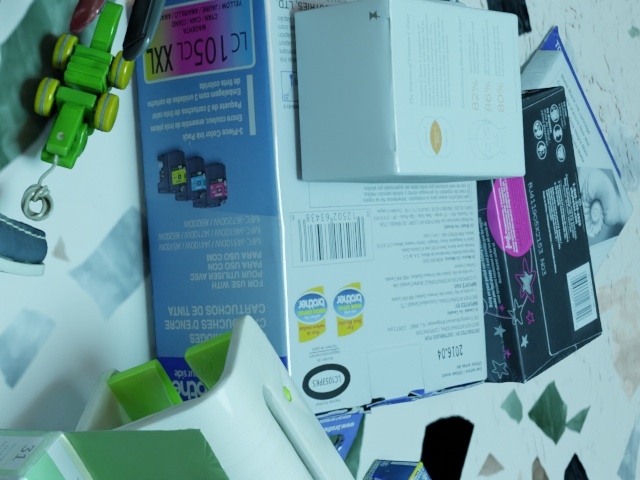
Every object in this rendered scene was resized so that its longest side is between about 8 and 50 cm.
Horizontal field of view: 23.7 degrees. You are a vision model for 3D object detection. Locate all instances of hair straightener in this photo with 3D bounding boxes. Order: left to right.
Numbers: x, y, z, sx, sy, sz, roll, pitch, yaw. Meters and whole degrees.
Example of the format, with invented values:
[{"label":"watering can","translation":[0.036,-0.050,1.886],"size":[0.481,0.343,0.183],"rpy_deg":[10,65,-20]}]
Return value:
[{"label":"hair straightener","translation":[-0.093,-0.220,1.057],"size":[0.089,0.047,0.230],"rpy_deg":[30,62,-23]}]

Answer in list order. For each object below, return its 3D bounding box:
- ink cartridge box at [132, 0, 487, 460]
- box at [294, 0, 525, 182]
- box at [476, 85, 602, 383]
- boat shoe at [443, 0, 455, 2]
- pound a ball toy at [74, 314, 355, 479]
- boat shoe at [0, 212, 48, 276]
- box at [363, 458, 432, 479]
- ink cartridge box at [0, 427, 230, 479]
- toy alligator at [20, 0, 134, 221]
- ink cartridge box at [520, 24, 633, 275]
[{"label":"ink cartridge box","translation":[0.000,0.000,1.244],"size":[0.270,0.151,0.395],"rpy_deg":[-4,89,-50]},{"label":"box","translation":[0.070,-0.109,1.152],"size":[0.170,0.091,0.130],"rpy_deg":[-1,89,-50]},{"label":"box","translation":[0.153,-0.007,1.435],"size":[0.163,0.142,0.247],"rpy_deg":[-22,106,-50]},{"label":"boat shoe","translation":[0.087,-0.262,1.446],"size":[0.142,0.049,0.040],"rpy_deg":[53,51,-37]},{"label":"pound a ball toy","translation":[-0.071,0.239,1.091],"size":[0.319,0.208,0.135],"rpy_deg":[61,18,-23]},{"label":"boat shoe","translation":[-0.273,-0.045,0.971],"size":[0.254,0.095,0.079],"rpy_deg":[25,80,-37]},{"label":"box","translation":[0.044,0.274,1.353],"size":[0.169,0.054,0.059],"rpy_deg":[-54,127,-38]},{"label":"ink cartridge box","translation":[-0.141,0.200,0.996],"size":[0.056,0.235,0.171],"rpy_deg":[-50,124,-40]},{"label":"toy alligator","translation":[-0.180,-0.088,1.115],"size":[0.051,0.056,0.189],"rpy_deg":[101,4,-66]},{"label":"ink cartridge box","translation":[0.268,-0.086,1.651],"size":[0.224,0.045,0.223],"rpy_deg":[-55,127,-37]}]
